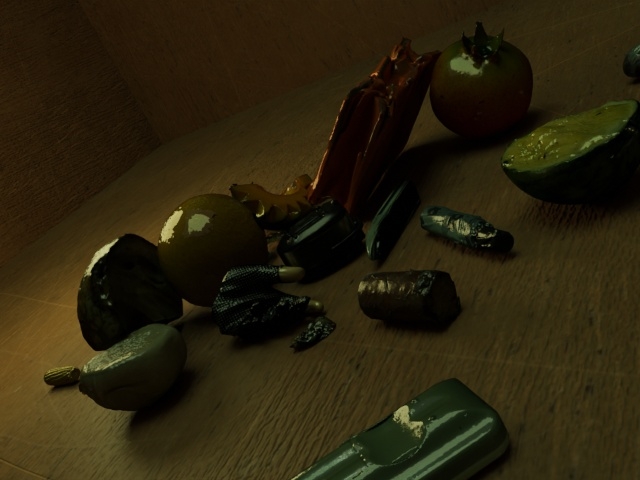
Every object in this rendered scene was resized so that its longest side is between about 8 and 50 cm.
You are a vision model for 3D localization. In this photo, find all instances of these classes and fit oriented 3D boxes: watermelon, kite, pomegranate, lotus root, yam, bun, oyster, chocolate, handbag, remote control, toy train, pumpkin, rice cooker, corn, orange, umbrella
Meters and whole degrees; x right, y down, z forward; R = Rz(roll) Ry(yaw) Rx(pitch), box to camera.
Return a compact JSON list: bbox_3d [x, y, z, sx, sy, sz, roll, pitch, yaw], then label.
[{"bbox_3d":[0.396,-0.122,1.104,0.204,0.127,0.232,-40,21,-32],"label":"watermelon"},{"bbox_3d":[-0.103,-0.009,1.603,0.160,0.010,0.183,-13,9,6],"label":"kite"},{"bbox_3d":[0.335,-0.337,1.542,0.221,0.256,0.220,-7,48,7],"label":"pomegranate"},{"bbox_3d":[-0.373,0.106,1.373,0.142,0.210,0.314,-17,-16,9],"label":"lotus root"},{"bbox_3d":[0.125,0.080,1.040,0.079,0.079,0.141,-41,21,-33],"label":"yam"},{"bbox_3d":[-0.299,0.218,1.198,0.173,0.113,0.166,-20,14,27],"label":"bun"},{"bbox_3d":[-0.016,0.144,1.144,0.083,0.019,0.054,-36,21,-21],"label":"oyster"},{"bbox_3d":[0.680,-0.369,1.433,0.167,0.072,0.072,-16,23,31],"label":"chocolate"},{"bbox_3d":[0.118,-0.248,1.568,0.410,0.116,0.303,-54,-13,-52],"label":"handbag"},{"bbox_3d":[0.027,0.254,0.748,0.335,0.065,0.128,-31,17,-9],"label":"remote control"},{"bbox_3d":[0.122,-0.032,1.349,0.048,0.055,0.252,-14,23,34],"label":"toy train"},{"bbox_3d":[-0.110,-0.058,1.683,0.254,0.130,0.149,-16,-31,-49],"label":"pumpkin"},{"bbox_3d":[0.000,0.000,1.363,0.165,0.106,0.112,-41,17,-4],"label":"rice cooker"},{"bbox_3d":[-0.517,0.271,1.463,0.092,0.037,0.037,-15,24,35],"label":"corn"},{"bbox_3d":[-0.207,0.018,1.417,0.236,0.236,0.236,-25,20,9],"label":"orange"},{"bbox_3d":[0.233,-0.018,1.180,0.053,0.052,0.250,2,9,-21],"label":"umbrella"}]

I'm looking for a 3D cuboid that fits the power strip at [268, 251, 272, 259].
[{"bbox_3d":[-0.209,0.067,1.575,0.227,0.029,0.080,-25,20,8],"label":"power strip"}]

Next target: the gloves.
[{"bbox_3d":[-0.080,0.112,1.233,0.181,0.106,0.129,12,36,17],"label":"gloves"}]
